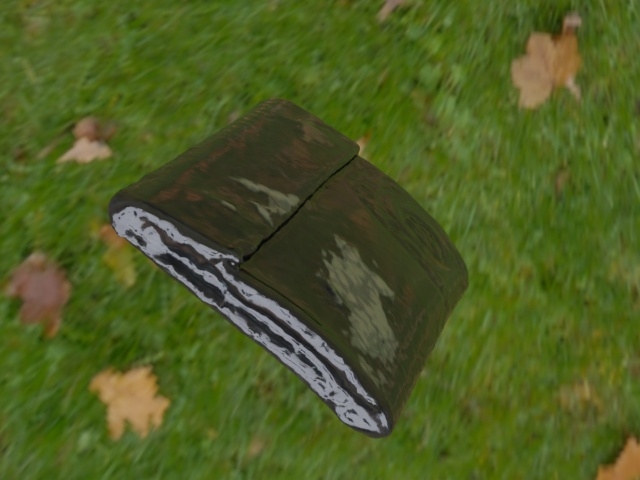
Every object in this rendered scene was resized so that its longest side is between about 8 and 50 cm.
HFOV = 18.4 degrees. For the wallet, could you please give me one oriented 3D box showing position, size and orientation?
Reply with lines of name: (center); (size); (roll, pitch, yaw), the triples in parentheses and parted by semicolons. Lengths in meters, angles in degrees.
wallet: (0.000, 0.000, 1.053); (0.170, 0.321, 0.044); (42, 105, 0)
